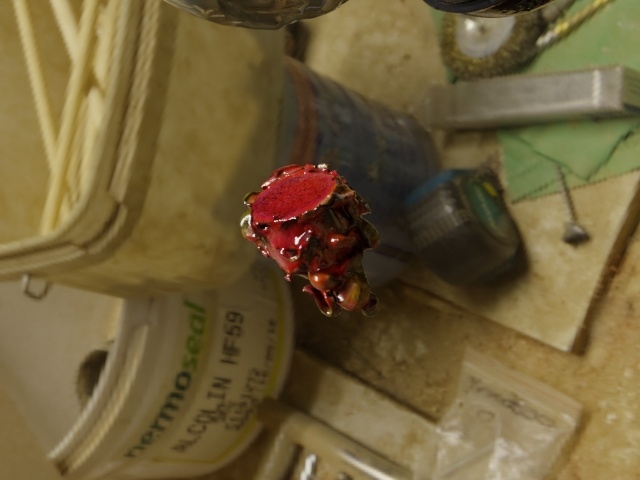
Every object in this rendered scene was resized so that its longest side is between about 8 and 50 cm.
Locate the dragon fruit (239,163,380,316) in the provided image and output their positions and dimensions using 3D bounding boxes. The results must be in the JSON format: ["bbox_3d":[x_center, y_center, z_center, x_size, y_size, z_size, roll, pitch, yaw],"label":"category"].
[{"bbox_3d":[0.000,0.000,1.326,0.133,0.150,0.208,-35,77,2],"label":"dragon fruit"}]

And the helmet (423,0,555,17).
[{"bbox_3d":[0.124,-0.264,0.840,0.189,0.193,0.216,-28,68,41],"label":"helmet"}]

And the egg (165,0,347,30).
[{"bbox_3d":[-0.033,-0.198,0.456,0.183,0.183,0.217,-35,70,28],"label":"egg"}]
